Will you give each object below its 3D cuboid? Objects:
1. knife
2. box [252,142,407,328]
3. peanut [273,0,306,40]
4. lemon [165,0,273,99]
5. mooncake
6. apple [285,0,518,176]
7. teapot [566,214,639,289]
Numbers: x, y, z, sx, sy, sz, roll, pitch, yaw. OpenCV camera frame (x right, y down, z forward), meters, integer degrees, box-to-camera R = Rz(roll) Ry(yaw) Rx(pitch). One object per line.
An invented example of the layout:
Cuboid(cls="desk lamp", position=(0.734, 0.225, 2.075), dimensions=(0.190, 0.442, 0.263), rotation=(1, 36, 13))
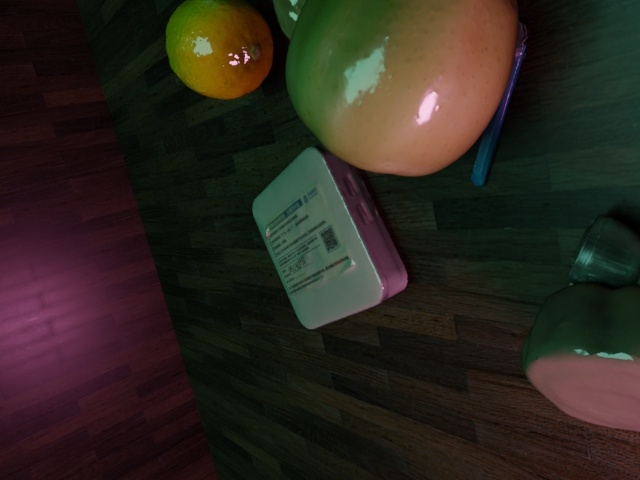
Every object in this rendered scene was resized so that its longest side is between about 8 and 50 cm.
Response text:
Cuboid(cls="knife", position=(0.296, -0.224, 0.853), dimensions=(0.044, 0.026, 0.296), rotation=(39, 137, 39))
Cuboid(cls="box", position=(0.001, -0.001, 1.272), dimensions=(0.396, 0.111, 0.396), rotation=(-32, 80, 53))
Cuboid(cls="peanut", position=(-0.053, -0.552, 1.020), dimensions=(0.192, 0.170, 0.387), rotation=(-20, 91, 60))
Cuboid(cls="lemon", position=(-0.251, -0.473, 1.251), dimensions=(0.320, 0.245, 0.245), rotation=(24, 125, 42))
Cuboid(cls="mooncake", position=(0.426, 0.170, 0.719), dimensions=(0.275, 0.135, 0.275), rotation=(21, 150, 13))
Cuboid(cls="apple", position=(0.125, -0.284, 0.788), dimensions=(0.357, 0.357, 0.357), rotation=(27, 127, 43))
Cuboid(cls="teapot", position=(0.425, 0.045, 0.749), dimensions=(0.108, 0.111, 0.149), rotation=(27, 123, 28))
